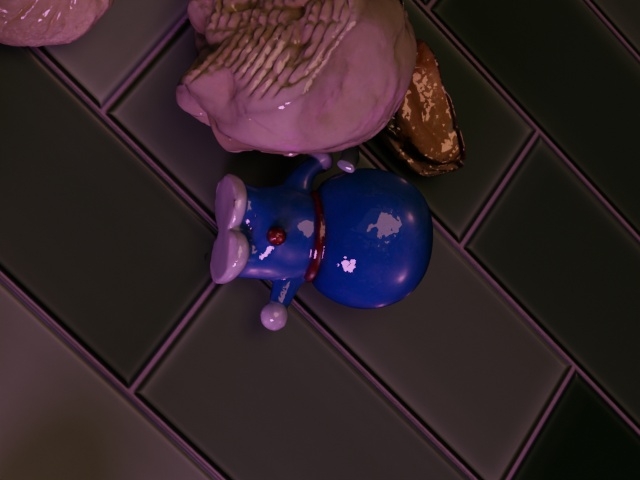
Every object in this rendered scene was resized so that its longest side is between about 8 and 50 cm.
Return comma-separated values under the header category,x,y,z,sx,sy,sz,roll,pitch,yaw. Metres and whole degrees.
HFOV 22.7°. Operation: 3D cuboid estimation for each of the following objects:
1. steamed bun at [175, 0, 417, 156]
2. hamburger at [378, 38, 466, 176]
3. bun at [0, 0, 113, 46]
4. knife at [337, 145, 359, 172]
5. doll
category,x,y,z,sx,sy,sz,roll,pitch,yaw
steamed bun,-0.021,-0.212,1.791,0.206,0.275,0.320,46,40,-47
hamburger,0.100,-0.155,1.954,0.102,0.087,0.176,-20,96,-22
bun,-0.311,-0.320,1.707,0.220,0.134,0.221,10,72,-31
knife,0.027,-0.139,1.866,0.028,0.015,0.210,4,34,-6
doll,0.000,0.000,1.820,0.256,0.161,0.215,7,87,-13
